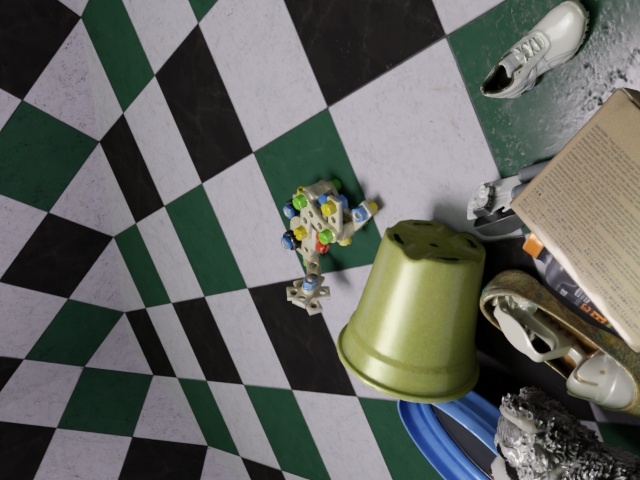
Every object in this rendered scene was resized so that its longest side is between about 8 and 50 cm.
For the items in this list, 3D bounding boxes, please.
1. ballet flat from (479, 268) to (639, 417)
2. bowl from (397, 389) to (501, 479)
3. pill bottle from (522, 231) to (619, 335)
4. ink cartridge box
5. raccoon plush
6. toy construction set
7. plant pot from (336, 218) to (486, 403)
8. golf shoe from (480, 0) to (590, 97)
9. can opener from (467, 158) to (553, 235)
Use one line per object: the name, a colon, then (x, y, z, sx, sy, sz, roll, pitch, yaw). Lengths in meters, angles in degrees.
ballet flat: (0.399, 0.180, 0.975, 0.348, 0.123, 0.123, 42, 141, 29)
bowl: (0.317, 0.428, 1.195, 0.391, 0.077, 0.391, 43, 159, 21)
pill bottle: (0.405, 0.047, 0.839, 0.245, 0.130, 0.130, 39, 140, 21)
ink cartridge box: (0.368, -0.024, 0.702, 0.193, 0.088, 0.235, -53, 58, 36)
raccoon plush: (0.477, 0.326, 0.899, 0.216, 0.446, 0.299, 47, -154, -68)
toy construction set: (0.000, 0.000, 1.383, 0.215, 0.151, 0.328, 41, 130, 29)
plant pot: (0.184, 0.109, 1.122, 0.276, 0.276, 0.254, 31, 122, 40)
golf shoe: (0.295, -0.257, 0.853, 0.069, 0.086, 0.176, 56, 144, 14)
can opener: (0.339, -0.076, 0.944, 0.093, 0.074, 0.280, 35, 154, -20)
